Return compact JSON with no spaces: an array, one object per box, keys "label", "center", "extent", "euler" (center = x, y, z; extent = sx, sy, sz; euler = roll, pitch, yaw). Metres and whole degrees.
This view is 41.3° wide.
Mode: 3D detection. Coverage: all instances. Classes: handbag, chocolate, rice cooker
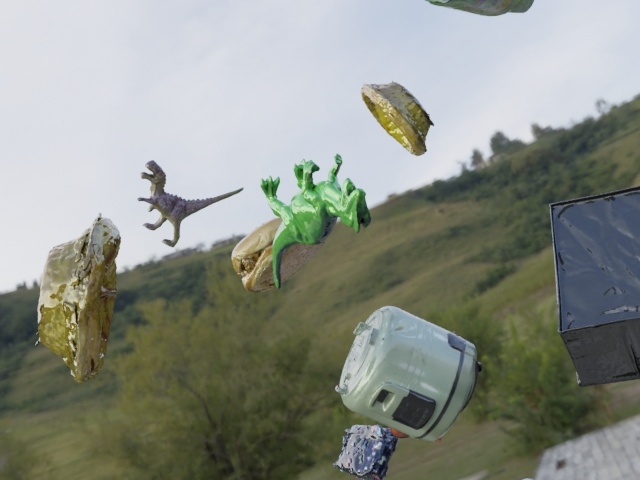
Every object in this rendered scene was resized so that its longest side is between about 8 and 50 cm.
[{"label":"handbag","center":[0.135,0.609,2.454],"extent":[0.113,0.162,0.260],"euler":[24,-20,-15]},{"label":"chocolate","center":[0.244,-0.384,1.267],"extent":[0.110,0.110,0.291],"euler":[-31,-12,33]},{"label":"rice cooker","center":[0.168,0.256,1.591],"extent":[0.244,0.226,0.226],"euler":[24,-28,-11]}]

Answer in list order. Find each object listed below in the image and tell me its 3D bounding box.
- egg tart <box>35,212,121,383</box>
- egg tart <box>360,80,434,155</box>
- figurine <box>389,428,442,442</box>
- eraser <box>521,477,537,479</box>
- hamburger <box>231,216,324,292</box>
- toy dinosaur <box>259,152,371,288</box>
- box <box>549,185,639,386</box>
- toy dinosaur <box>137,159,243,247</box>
[{"label":"egg tart","center":[-0.403,0.095,1.409],"extent":[0.116,0.295,0.295],"euler":[9,-20,-8]},{"label":"egg tart","center":[0.154,-0.248,1.657],"extent":[0.074,0.191,0.191],"euler":[-43,-14,0]},{"label":"figurine","center":[0.224,0.435,2.002],"extent":[0.140,0.068,0.075],"euler":[8,-49,-10]},{"label":"eraser","center":[0.453,0.577,1.694],"extent":[0.081,0.174,0.227],"euler":[16,-9,-7]},{"label":"hamburger","center":[-0.135,0.030,2.711],"extent":[0.284,0.174,0.304],"euler":[-38,-6,8]},{"label":"toy dinosaur","center":[0.000,0.000,2.090],"extent":[0.144,0.374,0.500],"euler":[-20,-49,-27]},{"label":"box","center":[0.611,0.084,1.706],"extent":[0.251,0.345,0.204],"euler":[-12,-42,22]},{"label":"toy dinosaur","center":[-0.344,-0.085,2.107],"extent":[0.200,0.251,0.072],"euler":[-63,15,13]}]
